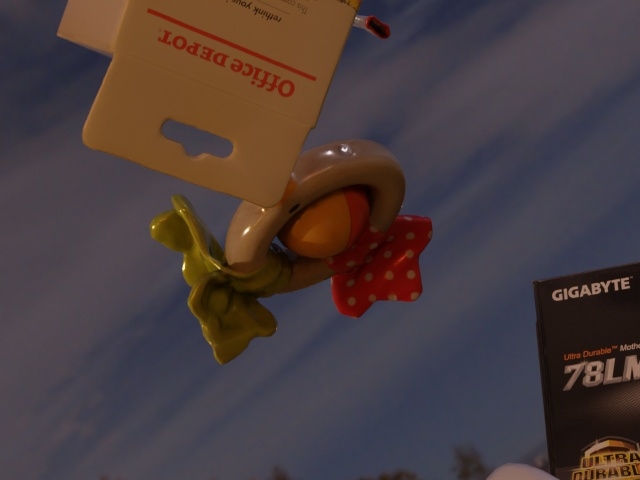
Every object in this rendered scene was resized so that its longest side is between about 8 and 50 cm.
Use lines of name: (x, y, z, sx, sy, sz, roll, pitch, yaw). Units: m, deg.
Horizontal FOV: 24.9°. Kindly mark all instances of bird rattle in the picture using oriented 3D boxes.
bird rattle: (0.000, 0.000, 1.212, 0.253, 0.143, 0.207, -7, -35, -27)

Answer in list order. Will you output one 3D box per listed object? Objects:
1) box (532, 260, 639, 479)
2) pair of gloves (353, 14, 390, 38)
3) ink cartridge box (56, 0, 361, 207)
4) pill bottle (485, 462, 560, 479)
box: (0.396, 0.165, 1.618, 0.295, 0.293, 0.073, -10, -18, 24)
pair of gloves: (-0.015, -0.274, 1.551, 0.023, 0.159, 0.198, -61, -30, 1)
ink cartridge box: (-0.043, -0.126, 0.664, 0.115, 0.067, 0.198, 19, -87, -35)
pill bottle: (0.095, 0.379, 1.086, 0.392, 0.224, 0.224, -46, -10, -15)
